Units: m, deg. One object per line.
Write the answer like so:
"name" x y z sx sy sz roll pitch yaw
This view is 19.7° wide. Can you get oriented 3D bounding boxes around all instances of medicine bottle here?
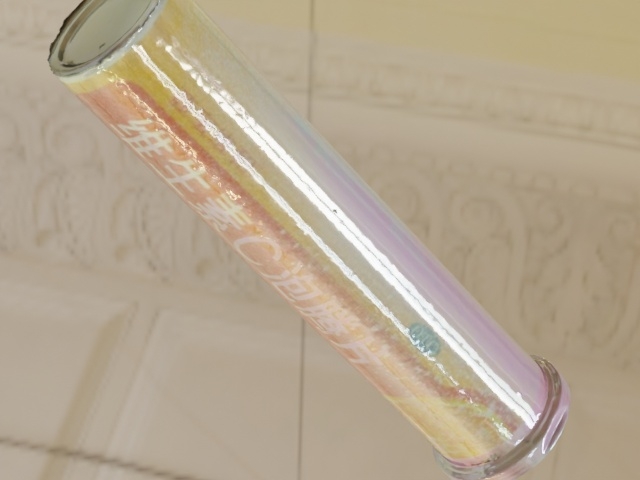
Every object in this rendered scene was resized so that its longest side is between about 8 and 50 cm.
"medicine bottle" 0.000 0.000 1.178 0.108 0.426 0.108 -31 -147 23
